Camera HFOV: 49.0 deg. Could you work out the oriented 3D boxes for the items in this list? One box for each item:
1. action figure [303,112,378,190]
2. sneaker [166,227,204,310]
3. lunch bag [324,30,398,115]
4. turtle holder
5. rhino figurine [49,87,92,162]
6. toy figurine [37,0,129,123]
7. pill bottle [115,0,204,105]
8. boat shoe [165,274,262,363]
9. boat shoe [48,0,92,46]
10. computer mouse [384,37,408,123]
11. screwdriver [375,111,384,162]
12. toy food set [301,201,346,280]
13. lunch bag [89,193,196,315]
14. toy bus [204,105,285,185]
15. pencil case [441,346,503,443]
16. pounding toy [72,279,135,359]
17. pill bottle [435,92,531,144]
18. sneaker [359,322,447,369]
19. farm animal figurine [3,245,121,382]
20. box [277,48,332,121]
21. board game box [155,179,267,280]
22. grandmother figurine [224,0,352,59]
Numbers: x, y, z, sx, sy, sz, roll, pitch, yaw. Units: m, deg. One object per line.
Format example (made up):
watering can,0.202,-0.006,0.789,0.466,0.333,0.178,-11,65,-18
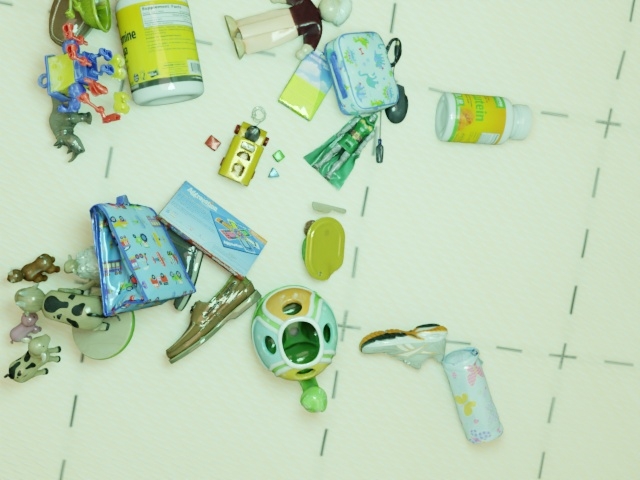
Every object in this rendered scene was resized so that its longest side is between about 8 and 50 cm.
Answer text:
action figure,0.079,-0.272,1.967,0.137,0.063,0.232,42,83,-6
sneaker,-0.390,0.075,1.912,0.118,0.083,0.222,15,81,-5
lunch bag,0.107,-0.454,1.908,0.176,0.090,0.219,-19,93,-36
turtle holder,-0.072,0.286,1.893,0.243,0.227,0.320,14,91,-10
rhino figurine,-0.655,-0.325,1.840,0.106,0.073,0.243,2,91,-15
toy figurine,-0.628,-0.448,1.724,0.217,0.191,0.363,-12,82,23
pill bottle,-0.420,-0.527,1.807,0.187,0.188,0.334,-11,95,-8
boat shoe,-0.310,0.207,1.920,0.307,0.110,0.104,-39,95,-14
boat shoe,-0.614,-0.654,1.804,0.123,0.116,0.324,23,90,-9
computer mouse,0.213,-0.452,1.983,0.071,0.041,0.242,-4,94,-8
screwdriver,0.170,-0.304,2.001,0.024,0.025,0.170,2,85,-8
toy food set,0.000,0.000,1.972,0.128,0.071,0.218,3,96,-33
lunch bag,-0.464,0.022,1.777,0.138,0.221,0.293,-19,84,22
toy bus,-0.201,-0.245,1.900,0.190,0.104,0.202,-23,97,-7
pencil case,0.443,0.448,2.042,0.113,0.124,0.273,-14,97,37
pounding toy,-0.571,0.210,1.890,0.183,0.110,0.237,-38,69,6
pill bottle,0.459,-0.340,1.979,0.245,0.136,0.136,2,93,-9
sneaker,0.242,0.317,2.012,0.262,0.099,0.121,-6,99,-7
farm animal figurine,-0.677,0.186,1.766,0.326,0.172,0.330,-6,83,13
box,-0.028,-0.434,1.945,0.109,0.042,0.178,32,88,-10
board game box,-0.290,-0.028,1.902,0.281,0.027,0.145,37,52,-9
grandmother figurine,-0.073,-0.587,1.897,0.342,0.104,0.208,-21,90,-6
